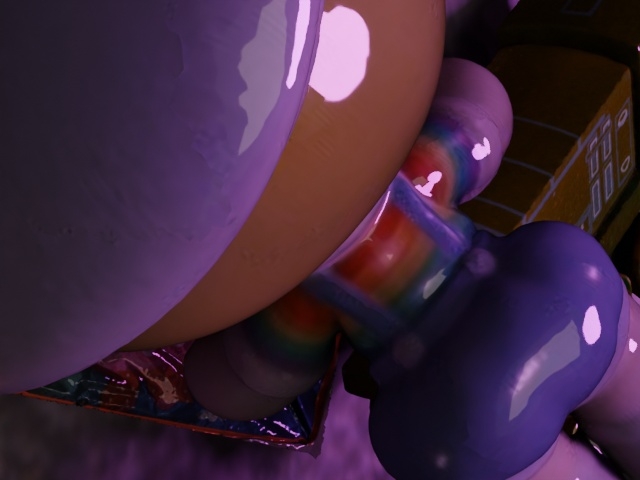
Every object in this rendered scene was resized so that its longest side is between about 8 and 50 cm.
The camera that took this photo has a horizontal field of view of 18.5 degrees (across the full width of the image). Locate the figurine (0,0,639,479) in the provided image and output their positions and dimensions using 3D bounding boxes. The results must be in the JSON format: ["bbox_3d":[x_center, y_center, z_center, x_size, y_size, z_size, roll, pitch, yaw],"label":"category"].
[{"bbox_3d":[0.006,-0.026,0.592,0.382,0.205,0.224,25,98,-26],"label":"figurine"}]

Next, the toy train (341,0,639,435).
[{"bbox_3d":[0.085,-0.003,0.805,0.225,0.090,0.137,-52,144,-42],"label":"toy train"}]

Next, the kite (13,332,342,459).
[{"bbox_3d":[-0.054,-0.010,0.708,0.321,0.016,0.234,-38,118,-26],"label":"kite"}]
